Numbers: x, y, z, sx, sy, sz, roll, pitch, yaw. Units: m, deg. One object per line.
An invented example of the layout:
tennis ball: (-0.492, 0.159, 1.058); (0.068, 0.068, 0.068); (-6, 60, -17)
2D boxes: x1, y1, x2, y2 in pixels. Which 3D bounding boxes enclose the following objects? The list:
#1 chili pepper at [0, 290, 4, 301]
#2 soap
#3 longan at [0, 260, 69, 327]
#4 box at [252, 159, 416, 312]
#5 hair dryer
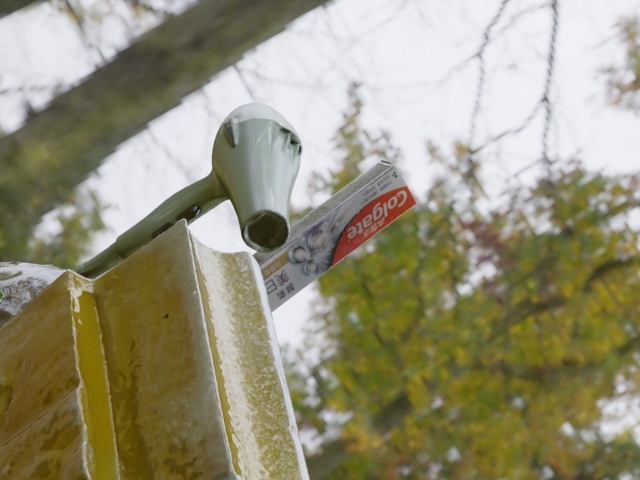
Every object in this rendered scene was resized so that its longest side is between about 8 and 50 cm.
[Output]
chili pepper: (-0.320, 0.055, 1.442); (0.030, 0.083, 0.017); (-148, -134, -80)
soap: (-0.142, 0.153, 1.195); (0.143, 0.259, 0.281); (43, 19, -36)
longan: (-0.319, 0.217, 1.797); (0.391, 0.391, 0.391); (49, -21, 26)
box: (0.000, 0.000, 1.675); (0.039, 0.218, 0.055); (18, -40, 61)
hair dryer: (-0.112, -0.012, 1.545); (0.092, 0.267, 0.229); (48, -3, -25)
